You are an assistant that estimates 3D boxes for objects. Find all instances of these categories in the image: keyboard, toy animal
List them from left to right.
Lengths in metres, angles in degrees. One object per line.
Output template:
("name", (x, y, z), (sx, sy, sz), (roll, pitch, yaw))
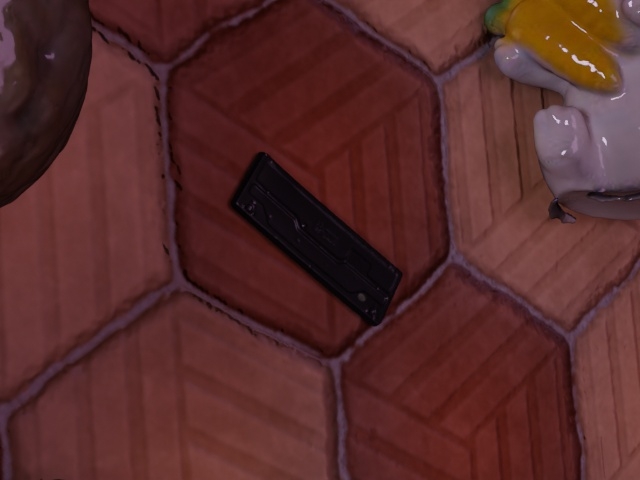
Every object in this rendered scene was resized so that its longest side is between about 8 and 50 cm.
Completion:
("keyboard", (0.000, 0.000, 0.903), (0.155, 0.010, 0.053), (41, 61, -25))
("toy animal", (0.281, -0.167, 1.038), (0.247, 0.183, 0.310), (18, 68, -39))

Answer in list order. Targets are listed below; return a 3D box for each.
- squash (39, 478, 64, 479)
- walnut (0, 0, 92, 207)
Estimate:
("squash", (-0.122, 0.301, 0.727), (0.087, 0.087, 0.331), (-11, 92, -37))
("walnut", (-0.223, -0.112, 0.641), (0.224, 0.224, 0.224), (6, 80, -36))
